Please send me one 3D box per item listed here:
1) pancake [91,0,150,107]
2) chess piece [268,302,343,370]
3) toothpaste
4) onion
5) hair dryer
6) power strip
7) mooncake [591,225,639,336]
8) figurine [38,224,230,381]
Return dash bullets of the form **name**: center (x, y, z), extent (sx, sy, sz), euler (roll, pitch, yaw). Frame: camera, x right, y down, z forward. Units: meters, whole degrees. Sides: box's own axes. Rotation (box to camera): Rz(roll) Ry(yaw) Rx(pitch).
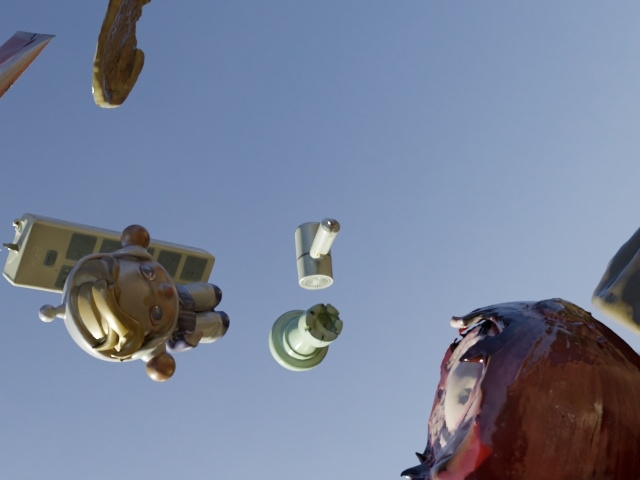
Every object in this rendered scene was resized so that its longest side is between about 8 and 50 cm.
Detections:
- **pancake**: center (-0.330, -0.327, 1.843), extent (0.212, 0.029, 0.235), euler (-64, -12, -53)
- **chess piece**: center (-0.012, 0.097, 1.174), extent (0.067, 0.067, 0.103), euler (-57, 5, -24)
- **toothpaste**: center (-0.369, -0.164, 1.214), extent (0.194, 0.067, 0.043), euler (-56, -40, -29)
- **onion**: center (0.277, 0.225, 1.392), extent (0.341, 0.341, 0.341), euler (-43, -36, -43)
- **hair dryer**: center (0.000, 0.000, 1.450), extent (0.137, 0.047, 0.082), euler (114, 154, -61)
- **power strip**: center (-0.322, 0.039, 1.712), extent (0.367, 0.043, 0.106), euler (13, -80, -42)
- **mooncake**: center (0.603, 0.111, 1.647), extent (0.201, 0.378, 0.378), euler (-57, -25, 4)
- **figurine**: center (-0.226, 0.077, 1.437), extent (0.194, 0.133, 0.274), euler (68, -156, -6)
